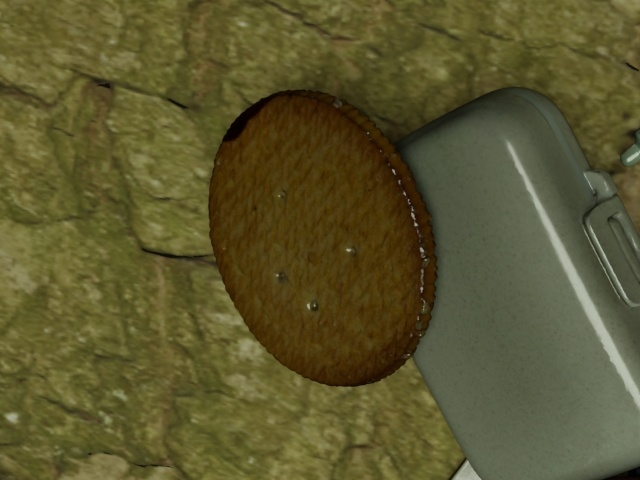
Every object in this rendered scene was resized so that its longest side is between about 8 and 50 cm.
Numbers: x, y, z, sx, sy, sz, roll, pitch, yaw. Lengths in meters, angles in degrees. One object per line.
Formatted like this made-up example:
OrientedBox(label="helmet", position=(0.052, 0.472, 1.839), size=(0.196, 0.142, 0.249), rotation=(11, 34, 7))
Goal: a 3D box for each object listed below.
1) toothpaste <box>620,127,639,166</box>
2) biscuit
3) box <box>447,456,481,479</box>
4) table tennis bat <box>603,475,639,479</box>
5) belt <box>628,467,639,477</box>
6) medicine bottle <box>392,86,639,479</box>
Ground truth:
OrientedBox(label="toothpaste", position=(0.379, -0.133, 1.473), size=(0.197, 0.035, 0.057), rotation=(-35, 99, 9))
OrientedBox(label="biscuit", position=(0.000, 0.000, 1.475), size=(0.305, 0.038, 0.305), rotation=(17, 116, 40))
OrientedBox(label="box", position=(0.206, 0.244, 1.565), size=(0.109, 0.029, 0.198), rotation=(35, 102, 3))
OrientedBox(label="table tennis bat", position=(0.378, 0.401, 1.511), size=(0.268, 0.051, 0.415), rotation=(-10, 117, 42))
OrientedBox(label="belt", position=(0.411, 0.240, 1.496), size=(0.218, 0.128, 0.122), rotation=(22, 72, 5))
OrientedBox(label="medicine bottle", position=(0.187, 0.055, 1.433), size=(0.282, 0.123, 0.375), rotation=(-28, 87, 43))
